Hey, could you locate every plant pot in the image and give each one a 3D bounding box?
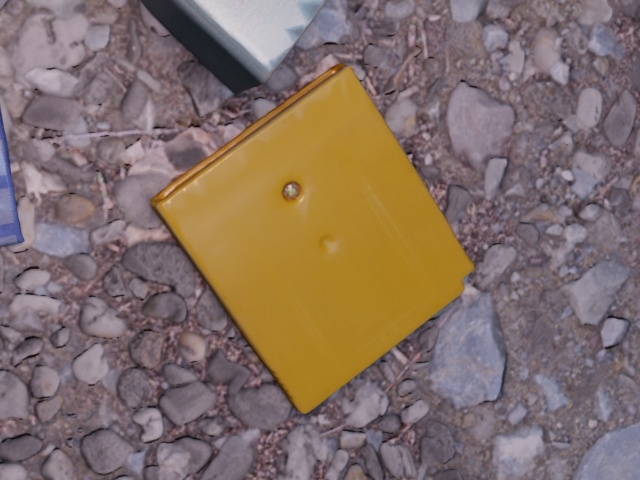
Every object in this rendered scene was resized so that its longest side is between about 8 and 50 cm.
[{"bbox_3d":[-0.100,-0.334,1.544,0.252,0.247,0.248,38,86,-9],"label":"plant pot"}]

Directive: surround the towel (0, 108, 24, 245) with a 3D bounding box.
[{"bbox_3d":[-0.475,-0.070,1.560,0.285,0.034,0.209,-10,103,-17],"label":"towel"}]

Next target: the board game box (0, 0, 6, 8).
[{"bbox_3d":[-0.329,-0.327,1.535,0.026,0.103,0.154,35,86,22],"label":"board game box"}]

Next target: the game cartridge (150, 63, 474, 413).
[{"bbox_3d":[0.000,0.000,1.729,0.285,0.053,0.323,-37,111,-10],"label":"game cartridge"}]
